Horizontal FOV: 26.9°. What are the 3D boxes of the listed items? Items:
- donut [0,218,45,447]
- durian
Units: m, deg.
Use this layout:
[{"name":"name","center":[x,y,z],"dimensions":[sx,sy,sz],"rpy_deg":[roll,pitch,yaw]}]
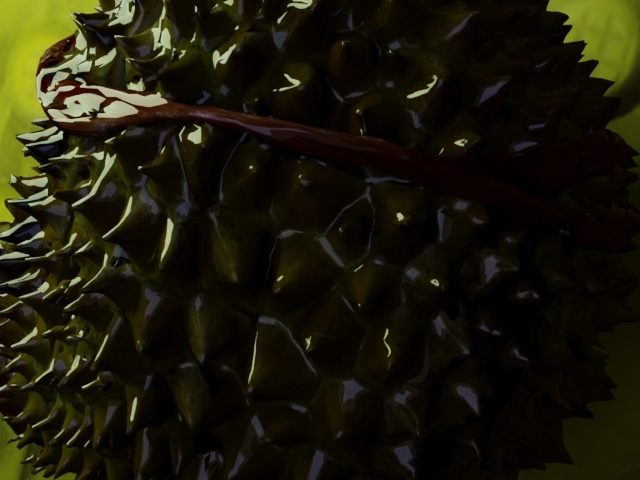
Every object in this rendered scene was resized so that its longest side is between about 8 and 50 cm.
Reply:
[{"name":"donut","center":[-0.157,0.054,0.920],"dimensions":[0.230,0.096,0.216],"rpy_deg":[-10,86,30]},{"name":"durian","center":[-0.005,-0.001,0.694],"dimensions":[0.347,0.347,0.384],"rpy_deg":[35,135,26]}]
